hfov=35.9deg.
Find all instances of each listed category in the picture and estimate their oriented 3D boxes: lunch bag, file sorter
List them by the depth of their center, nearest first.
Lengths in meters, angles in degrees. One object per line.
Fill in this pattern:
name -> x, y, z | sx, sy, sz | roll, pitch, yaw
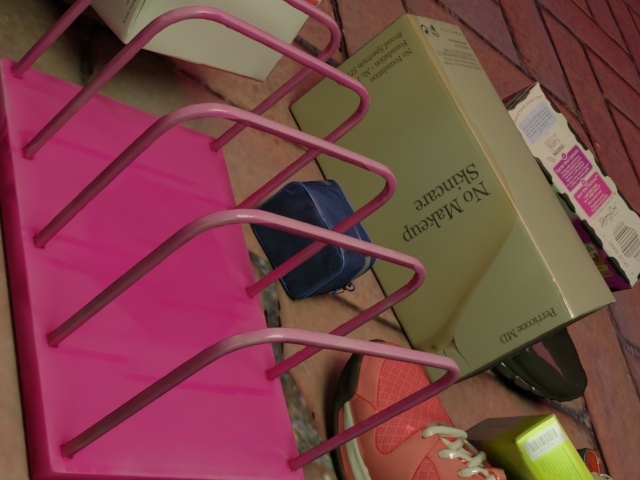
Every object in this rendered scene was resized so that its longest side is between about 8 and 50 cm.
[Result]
file sorter -> -0.061, -0.014, 0.624 | 0.202, 0.182, 0.291 | 17, 48, -46
lunch bag -> 0.000, 0.000, 0.809 | 0.065, 0.067, 0.098 | -13, 72, -57

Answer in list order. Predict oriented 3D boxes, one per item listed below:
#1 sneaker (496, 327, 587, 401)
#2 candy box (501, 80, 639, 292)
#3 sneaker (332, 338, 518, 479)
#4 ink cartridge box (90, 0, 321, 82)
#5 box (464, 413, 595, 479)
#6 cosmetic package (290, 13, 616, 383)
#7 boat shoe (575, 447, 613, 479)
sneaker -> 0.200, 0.029, 1.003 | 0.286, 0.130, 0.109 | 60, 29, 4
candy box -> 0.244, -0.045, 1.098 | 0.071, 0.159, 0.233 | -44, 100, -26
sneaker -> 0.115, 0.203, 0.708 | 0.116, 0.136, 0.314 | 13, 50, -50
ink cartridge box -> -0.128, -0.231, 0.770 | 0.158, 0.092, 0.218 | 6, 38, -53
box -> 0.165, 0.193, 0.774 | 0.109, 0.042, 0.178 | 59, -12, 5
cosmetic package -> 0.118, -0.037, 0.924 | 0.113, 0.160, 0.309 | -6, 64, -55
boat shoe -> 0.274, 0.256, 0.972 | 0.049, 0.043, 0.137 | 41, 32, -20
